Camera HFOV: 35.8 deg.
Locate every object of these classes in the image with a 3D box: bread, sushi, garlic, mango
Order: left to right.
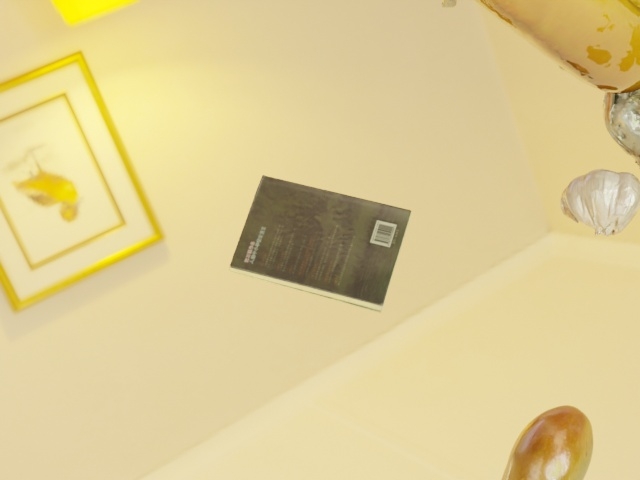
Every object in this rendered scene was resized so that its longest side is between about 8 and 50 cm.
[{"bbox_3d":[0.331,0.365,1.504,0.253,0.113,0.138,-61,163,-5],"label":"mango"},{"bbox_3d":[0.239,-0.328,1.033,0.424,0.245,0.329,17,-162,-44],"label":"bread"},{"bbox_3d":[0.355,-0.054,1.267,0.113,0.074,0.094,-18,-151,47],"label":"garlic"},{"bbox_3d":[0.477,-0.137,1.412,0.109,0.273,0.134,-55,-168,29],"label":"sushi"}]

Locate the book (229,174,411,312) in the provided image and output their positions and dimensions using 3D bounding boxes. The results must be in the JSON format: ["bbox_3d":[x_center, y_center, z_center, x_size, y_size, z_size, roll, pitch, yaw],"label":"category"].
[{"bbox_3d":[0.000,0.000,1.407,0.228,0.024,0.160,14,-114,12],"label":"book"}]
